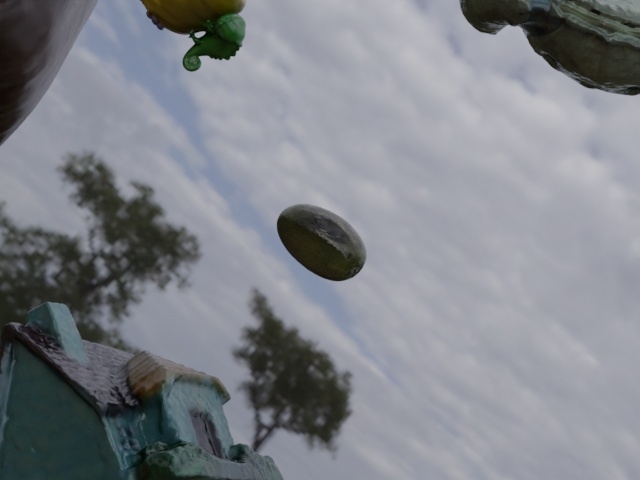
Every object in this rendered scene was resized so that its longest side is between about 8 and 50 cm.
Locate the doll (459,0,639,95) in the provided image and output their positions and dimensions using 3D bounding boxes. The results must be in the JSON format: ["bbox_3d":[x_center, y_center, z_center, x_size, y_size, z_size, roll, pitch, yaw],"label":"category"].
[{"bbox_3d":[0.193,-0.138,0.848,0.214,0.071,0.103,23,4,6],"label":"doll"}]

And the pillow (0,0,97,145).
[{"bbox_3d":[-0.276,-0.249,1.222,0.108,0.305,0.308,24,-27,-5],"label":"pillow"}]

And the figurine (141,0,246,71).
[{"bbox_3d":[-0.123,-0.210,1.049,0.095,0.115,0.156,-10,74,-64],"label":"figurine"}]

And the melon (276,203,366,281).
[{"bbox_3d":[0.000,0.000,1.987,0.162,0.099,0.099,37,-14,22],"label":"melon"}]

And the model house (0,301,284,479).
[{"bbox_3d":[-0.211,0.191,1.402,0.280,0.230,0.248,29,40,-63],"label":"model house"}]
